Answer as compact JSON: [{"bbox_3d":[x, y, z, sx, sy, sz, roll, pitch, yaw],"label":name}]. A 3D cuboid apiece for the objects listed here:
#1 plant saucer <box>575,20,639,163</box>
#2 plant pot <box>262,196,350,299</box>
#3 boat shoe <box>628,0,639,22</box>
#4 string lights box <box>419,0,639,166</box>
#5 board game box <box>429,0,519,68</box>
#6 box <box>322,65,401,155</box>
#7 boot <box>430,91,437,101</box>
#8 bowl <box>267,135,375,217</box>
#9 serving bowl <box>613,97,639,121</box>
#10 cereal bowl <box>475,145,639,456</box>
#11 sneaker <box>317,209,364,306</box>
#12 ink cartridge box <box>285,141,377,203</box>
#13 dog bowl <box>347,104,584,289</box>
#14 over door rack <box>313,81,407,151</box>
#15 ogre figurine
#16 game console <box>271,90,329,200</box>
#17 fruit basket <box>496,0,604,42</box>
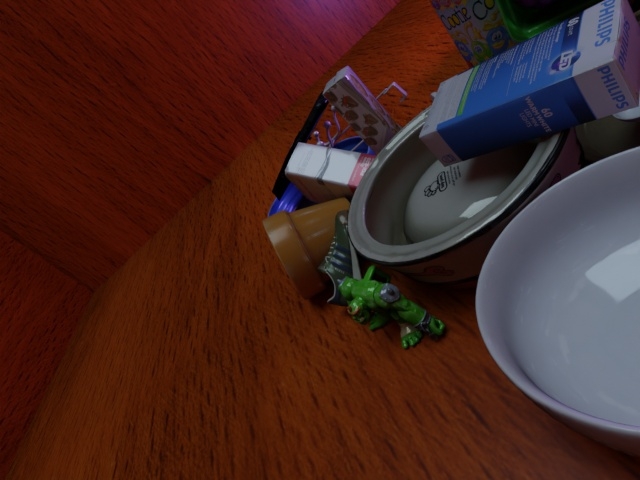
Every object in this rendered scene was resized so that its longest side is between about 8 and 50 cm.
[{"bbox_3d":[0.507,-0.230,0.642,0.278,0.041,0.277,-47,30,38],"label":"plant saucer"},{"bbox_3d":[0.000,0.000,0.963,0.188,0.205,0.205,-29,26,-2],"label":"plant pot"},{"bbox_3d":[0.576,-0.364,0.759,0.095,0.095,0.257,-17,37,43],"label":"boat shoe"},{"bbox_3d":[0.276,-0.205,0.589,0.260,0.077,0.133,-11,46,51],"label":"string lights box"},{"bbox_3d":[0.415,-0.556,1.068,0.142,0.275,0.144,-43,25,3],"label":"board game box"},{"bbox_3d":[0.136,-0.229,0.931,0.063,0.324,0.067,-30,28,33],"label":"box"},{"bbox_3d":[0.360,-0.360,1.112,0.086,0.069,0.190,-32,36,9],"label":"boot"},{"bbox_3d":[0.007,-0.150,1.286,0.391,0.077,0.391,-34,28,20],"label":"bowl"},{"bbox_3d":[0.467,-0.205,0.615,0.083,0.027,0.083,-47,29,36],"label":"serving bowl"},{"bbox_3d":[0.342,0.058,0.421,0.339,0.141,0.338,-33,28,21],"label":"cereal bowl"},{"bbox_3d":[0.034,0.039,0.849,0.086,0.191,0.064,-12,-7,9],"label":"sneaker"},{"bbox_3d":[0.049,-0.141,1.012,0.218,0.158,0.092,15,75,27],"label":"ink cartridge box"},{"bbox_3d":[0.246,-0.091,0.742,0.408,0.150,0.407,-37,30,25],"label":"dog bowl"},{"bbox_3d":[0.081,-0.320,1.222,0.325,0.108,0.239,-25,33,34],"label":"over door rack"},{"bbox_3d":[0.100,0.108,0.722,0.097,0.118,0.197,-46,25,-3],"label":"ogre figurine"},{"bbox_3d":[-0.055,-0.290,1.281,0.361,0.044,0.213,-51,18,52],"label":"game console"},{"bbox_3d":[0.479,-0.560,0.778,0.392,0.282,0.392,-29,20,12],"label":"fruit basket"}]
